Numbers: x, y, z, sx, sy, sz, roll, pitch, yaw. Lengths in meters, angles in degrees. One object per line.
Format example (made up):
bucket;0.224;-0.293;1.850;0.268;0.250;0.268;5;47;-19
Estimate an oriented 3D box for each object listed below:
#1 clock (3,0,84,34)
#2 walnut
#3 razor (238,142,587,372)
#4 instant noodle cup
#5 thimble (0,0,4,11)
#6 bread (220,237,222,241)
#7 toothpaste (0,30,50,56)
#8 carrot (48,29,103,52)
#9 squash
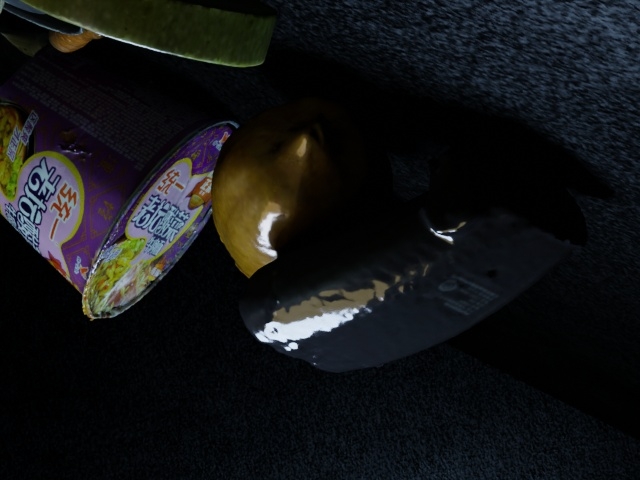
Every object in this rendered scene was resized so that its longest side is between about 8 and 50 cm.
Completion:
clock;-0.366;-0.315;1.582;0.280;0.055;0.280;27;173;3
walnut;-0.018;-0.055;1.549;0.209;0.209;0.336;27;163;8
razor;0.087;0.031;1.416;0.327;0.107;0.189;-30;142;35
instant noodle cup;-0.311;-0.097;2.009;0.266;0.340;0.340;35;175;11
thimble;-0.443;-0.248;1.539;0.190;0.143;0.137;29;174;-4
bread;0.004;0.002;2.030;0.312;0.172;0.312;29;176;2
toothpaste;-0.419;-0.287;2.142;0.064;0.041;0.218;24;179;-25
carrot;-0.295;-0.259;1.808;0.047;0.047;0.191;30;170;-23
squash;-0.165;-0.208;1.228;0.252;0.049;0.252;16;-165;-5
